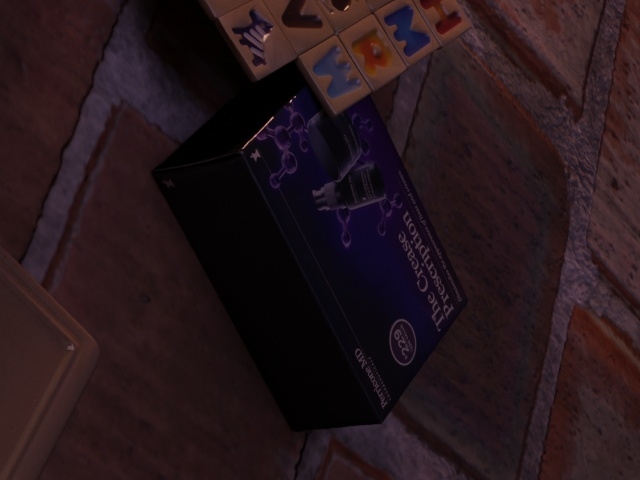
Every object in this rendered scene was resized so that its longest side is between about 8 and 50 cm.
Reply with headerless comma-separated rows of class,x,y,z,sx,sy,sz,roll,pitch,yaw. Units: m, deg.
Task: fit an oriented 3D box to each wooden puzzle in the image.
wooden puzzle,-0.257,0.090,1.003,0.238,0.044,0.221,55,44,-35

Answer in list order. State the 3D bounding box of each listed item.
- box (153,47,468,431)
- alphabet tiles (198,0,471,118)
box,0.000,0.000,1.299,0.184,0.103,0.261,-48,119,-43
alphabet tiles,-0.003,-0.263,1.307,0.342,0.011,0.285,-37,96,-47
